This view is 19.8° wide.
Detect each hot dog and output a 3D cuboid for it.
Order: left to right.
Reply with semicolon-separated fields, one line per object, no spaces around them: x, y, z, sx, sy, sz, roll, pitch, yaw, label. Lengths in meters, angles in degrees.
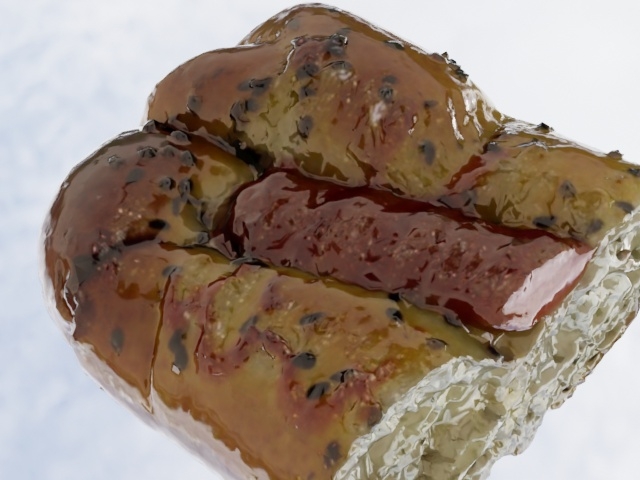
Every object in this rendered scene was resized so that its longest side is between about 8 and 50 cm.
0.000;0.000;1.269;0.365;0.196;0.367;30;-120;30;hot dog
